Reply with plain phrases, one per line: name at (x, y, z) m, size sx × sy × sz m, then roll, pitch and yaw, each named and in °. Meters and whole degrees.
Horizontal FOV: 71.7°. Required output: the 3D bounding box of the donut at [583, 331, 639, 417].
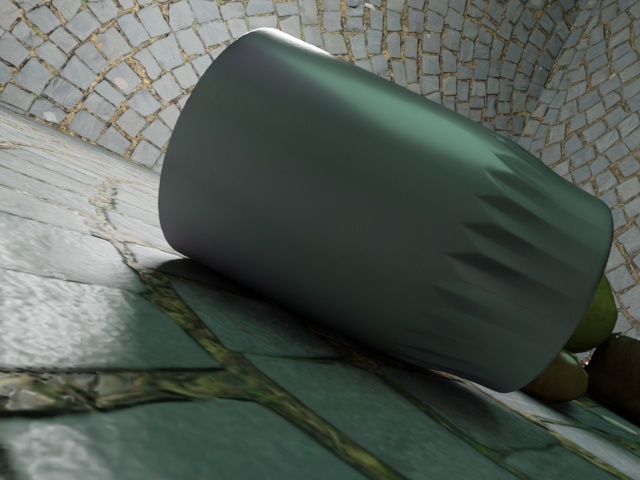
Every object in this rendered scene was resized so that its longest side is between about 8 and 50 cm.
donut at (0.668, 0.292, 0.818) m, size 0.317 × 0.149 × 0.299 m, roll 25°, pitch 5°, yaw 37°

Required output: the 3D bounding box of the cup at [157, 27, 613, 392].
cup at (0.052, -0.029, 0.451) m, size 0.372 × 0.253 × 0.253 m, roll 26°, pitch 2°, yaw 10°

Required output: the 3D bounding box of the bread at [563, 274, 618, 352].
bread at (0.436, 0.124, 0.934) m, size 0.321 × 0.237 × 0.320 m, roll 4°, pitch -40°, yaw 3°

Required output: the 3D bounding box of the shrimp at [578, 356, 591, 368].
shrimp at (0.855, 0.392, 1.279) m, size 0.079 × 0.090 × 0.233 m, roll 58°, pitch -21°, yaw -16°

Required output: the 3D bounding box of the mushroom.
mushroom at (0.339, 0.196, 0.641) m, size 0.085 × 0.071 × 0.209 m, roll -10°, pitch -19°, yaw 28°
